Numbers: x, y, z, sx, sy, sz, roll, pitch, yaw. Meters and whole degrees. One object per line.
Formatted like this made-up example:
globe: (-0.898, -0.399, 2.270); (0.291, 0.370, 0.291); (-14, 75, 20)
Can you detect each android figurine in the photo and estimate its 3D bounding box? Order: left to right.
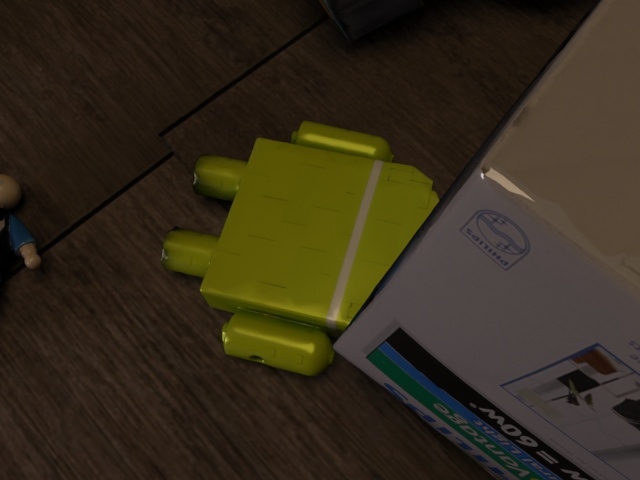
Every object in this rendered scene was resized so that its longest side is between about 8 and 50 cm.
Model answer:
android figurine: (0.000, 0.000, 0.727); (0.273, 0.056, 0.248); (11, 66, 11)

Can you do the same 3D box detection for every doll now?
doll: (-0.325, 0.019, 0.751); (0.129, 0.046, 0.189); (0, 58, 15)

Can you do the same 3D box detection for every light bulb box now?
light bulb box: (0.222, -0.027, 0.521); (0.225, 0.361, 0.358); (38, 69, 5)

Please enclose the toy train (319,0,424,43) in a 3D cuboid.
toy train: (0.113, -0.347, 0.816); (0.334, 0.142, 0.190); (-24, 66, 12)
